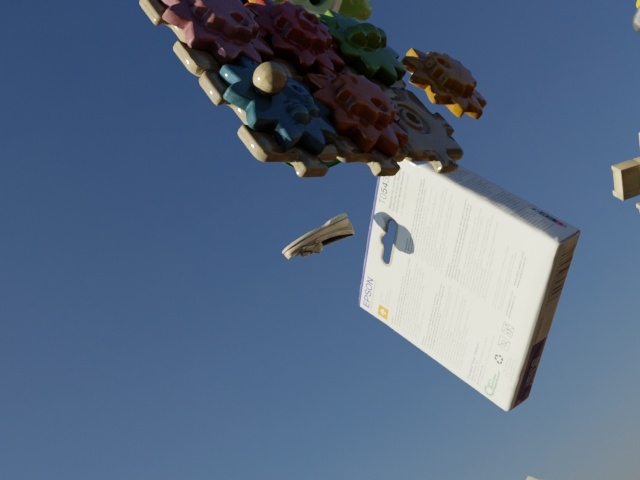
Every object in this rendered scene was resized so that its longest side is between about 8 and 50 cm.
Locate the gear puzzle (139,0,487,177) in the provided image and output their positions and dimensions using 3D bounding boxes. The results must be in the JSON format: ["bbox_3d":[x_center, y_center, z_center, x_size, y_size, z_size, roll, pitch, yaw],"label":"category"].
[{"bbox_3d":[0.038,-0.125,0.711,0.339,0.175,0.044,-6,-38,-50],"label":"gear puzzle"}]

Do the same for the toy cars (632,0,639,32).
[{"bbox_3d":[0.412,-0.209,0.908,0.394,0.176,0.087,-33,-15,-51],"label":"toy cars"}]

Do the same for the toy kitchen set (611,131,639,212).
[{"bbox_3d":[0.328,-0.063,0.958,0.083,0.075,0.068,-18,-66,-9],"label":"toy kitchen set"}]

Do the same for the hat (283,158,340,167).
[{"bbox_3d":[-0.016,-0.261,1.915,0.209,0.183,0.173,28,-55,-37],"label":"hat"}]

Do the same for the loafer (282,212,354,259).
[{"bbox_3d":[0.000,0.000,1.459,0.125,0.039,0.045,-31,-5,-25],"label":"loafer"}]

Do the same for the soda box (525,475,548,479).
[{"bbox_3d":[0.297,0.493,1.389,0.098,0.091,0.286,1,41,49],"label":"soda box"}]

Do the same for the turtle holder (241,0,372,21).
[{"bbox_3d":[-0.075,-0.365,1.283,0.243,0.227,0.320,-23,-10,10],"label":"turtle holder"}]

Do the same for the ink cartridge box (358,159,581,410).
[{"bbox_3d":[0.215,0.050,1.458,0.071,0.330,0.324,-24,-44,-37],"label":"ink cartridge box"}]
